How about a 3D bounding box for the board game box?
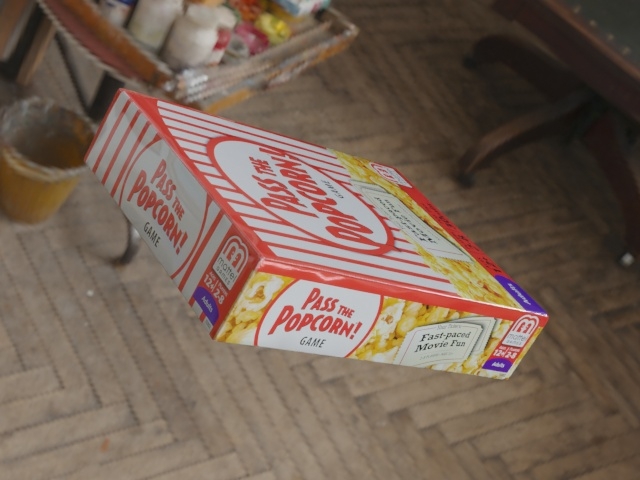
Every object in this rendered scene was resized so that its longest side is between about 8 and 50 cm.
[{"bbox_3d":[0.000,0.000,0.573,0.194,0.045,0.147,12,26,-43],"label":"board game box"}]
